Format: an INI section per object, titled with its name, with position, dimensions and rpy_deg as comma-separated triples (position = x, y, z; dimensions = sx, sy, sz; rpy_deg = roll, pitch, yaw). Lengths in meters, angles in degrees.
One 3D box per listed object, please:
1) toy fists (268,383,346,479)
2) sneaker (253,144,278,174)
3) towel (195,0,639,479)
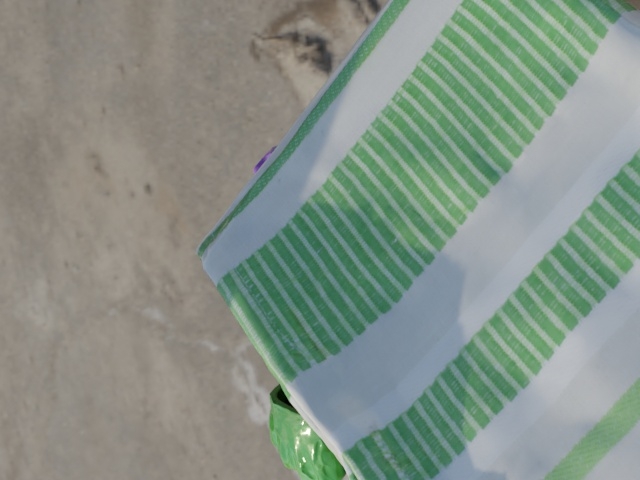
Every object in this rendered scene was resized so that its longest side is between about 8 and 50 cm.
[toy fists]
position = 0.052, 0.290, 1.509
dimensions = 0.279, 0.096, 0.142
rpy_deg = 14, 124, 24
[sneaker]
position = 0.000, 0.000, 1.031
dimensions = 0.095, 0.104, 0.236
rpy_deg = -38, 60, 30
[towel]
position = 0.079, 0.013, 0.465
dimensions = 0.248, 0.038, 0.325
rpy_deg = -51, 45, 12
